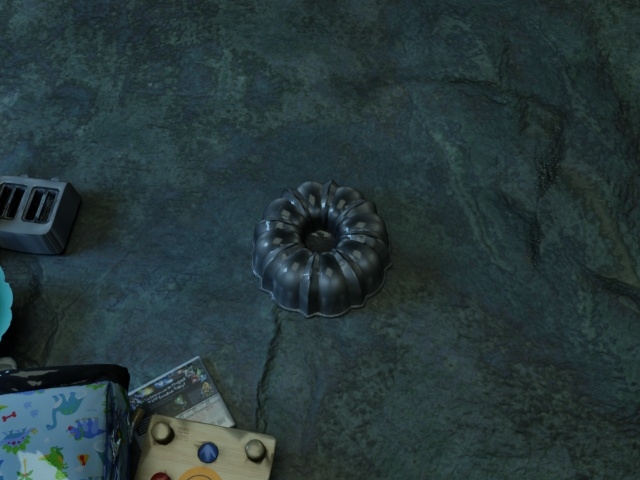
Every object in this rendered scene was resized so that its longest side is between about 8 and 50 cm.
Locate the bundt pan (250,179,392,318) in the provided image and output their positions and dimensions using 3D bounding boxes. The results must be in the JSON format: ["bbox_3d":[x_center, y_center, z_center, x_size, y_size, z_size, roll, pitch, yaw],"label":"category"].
[{"bbox_3d":[0.000,0.000,1.728,0.331,0.124,0.331,-1,61,1],"label":"bundt pan"}]

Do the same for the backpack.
[{"bbox_3d":[-0.466,0.397,1.351,0.290,0.273,0.355,-1,74,-15],"label":"backpack"}]

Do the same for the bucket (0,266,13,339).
[{"bbox_3d":[-0.783,0.144,1.570,0.281,0.183,0.281,11,72,-36],"label":"bucket"}]

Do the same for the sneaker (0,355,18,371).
[{"bbox_3d":[-0.697,0.348,1.576,0.228,0.086,0.132,-38,70,-19],"label":"sneaker"}]

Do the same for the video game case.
[{"bbox_3d":[-0.297,0.355,1.601,0.190,0.022,0.173,-27,65,-12],"label":"video game case"}]

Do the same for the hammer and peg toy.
[{"bbox_3d":[-0.280,0.458,1.467,0.361,0.127,0.266,11,67,3],"label":"hammer and peg toy"}]

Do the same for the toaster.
[{"bbox_3d":[-0.662,-0.056,1.775,0.168,0.110,0.186,7,63,6],"label":"toaster"}]
